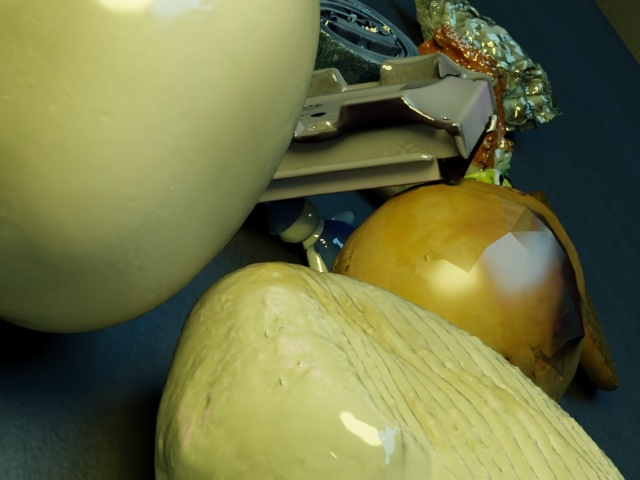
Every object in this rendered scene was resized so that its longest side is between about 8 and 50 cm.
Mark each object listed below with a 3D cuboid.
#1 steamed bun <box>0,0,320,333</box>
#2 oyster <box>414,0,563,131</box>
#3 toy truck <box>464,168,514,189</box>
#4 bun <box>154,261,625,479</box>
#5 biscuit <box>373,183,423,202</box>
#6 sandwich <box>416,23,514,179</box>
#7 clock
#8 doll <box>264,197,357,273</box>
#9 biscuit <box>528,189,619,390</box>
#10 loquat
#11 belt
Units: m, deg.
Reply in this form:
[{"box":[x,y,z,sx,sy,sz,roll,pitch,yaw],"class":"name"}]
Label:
[{"box":[-0.121,-0.092,0.838,0.206,0.324,0.324,27,22,9],"class":"steamed bun"},{"box":[0.241,-0.265,1.994,0.268,0.112,0.198,29,32,-36],"class":"oyster"},{"box":[0.188,-0.025,1.595,0.077,0.076,0.111,-1,73,-61],"class":"toy truck"},{"box":[0.041,0.177,0.887,0.365,0.219,0.365,35,14,-10],"class":"bun"},{"box":[0.089,-0.085,1.563,0.144,0.033,0.224,49,23,-10],"class":"biscuit"},{"box":[0.181,-0.160,1.685,0.109,0.160,0.185,-12,57,-43],"class":"sandwich"},{"box":[0.026,-0.099,1.207,0.186,0.253,0.083,-54,135,-66],"class":"clock"},{"box":[0.000,0.000,1.257,0.143,0.058,0.099,39,48,-25],"class":"doll"},{"box":[0.297,0.061,1.650,0.262,0.037,0.262,-23,90,-78],"class":"biscuit"},{"box":[0.115,0.061,1.167,0.235,0.235,0.235,40,26,-25],"class":"loquat"},{"box":[0.022,-0.215,1.551,0.190,0.082,0.141,13,36,-41],"class":"belt"}]
